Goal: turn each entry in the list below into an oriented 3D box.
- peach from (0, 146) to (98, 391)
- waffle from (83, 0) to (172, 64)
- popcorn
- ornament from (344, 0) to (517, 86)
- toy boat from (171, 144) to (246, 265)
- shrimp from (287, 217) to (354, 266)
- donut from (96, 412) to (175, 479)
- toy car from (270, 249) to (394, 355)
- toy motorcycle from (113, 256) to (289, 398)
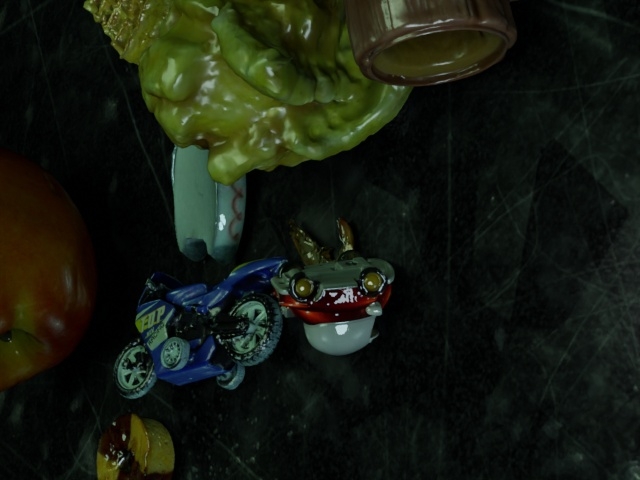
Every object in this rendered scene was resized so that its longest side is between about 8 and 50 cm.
[{"bbox_3d":[-0.488,0.051,2.272,0.335,0.310,0.406,-49,33,15],"label":"peach"},{"bbox_3d":[-0.269,-0.406,2.307,0.219,0.057,0.229,50,120,44],"label":"waffle"},{"bbox_3d":[-0.050,-0.199,1.850,0.321,0.325,0.290,-83,5,-46],"label":"popcorn"},{"bbox_3d":[0.114,-0.296,1.712,0.235,0.221,0.218,116,146,-70],"label":"ornament"},{"bbox_3d":[-0.139,-0.072,2.079,0.134,0.079,0.208,3,96,59],"label":"toy boat"},{"bbox_3d":[0.000,0.000,1.915,0.127,0.025,0.091,47,118,40],"label":"shrimp"},{"bbox_3d":[-0.253,0.304,2.136,0.140,0.059,0.140,-14,72,50],"label":"donut"},{"bbox_3d":[0.016,0.078,1.807,0.112,0.139,0.112,-135,40,-72],"label":"toy car"},{"bbox_3d":[-0.158,0.103,2.026,0.315,0.113,0.169,-19,58,38],"label":"toy motorcycle"}]
